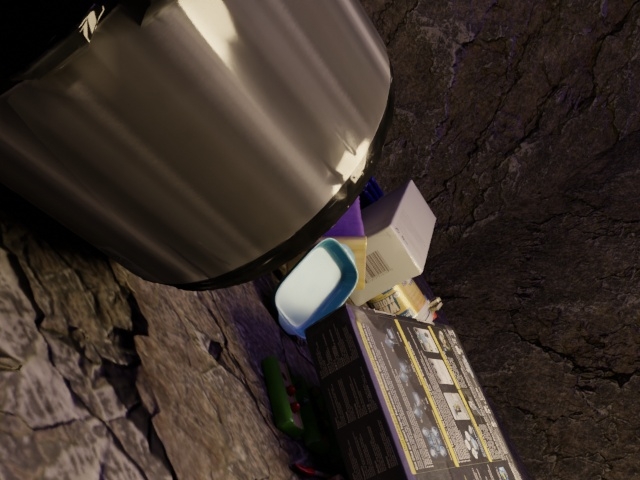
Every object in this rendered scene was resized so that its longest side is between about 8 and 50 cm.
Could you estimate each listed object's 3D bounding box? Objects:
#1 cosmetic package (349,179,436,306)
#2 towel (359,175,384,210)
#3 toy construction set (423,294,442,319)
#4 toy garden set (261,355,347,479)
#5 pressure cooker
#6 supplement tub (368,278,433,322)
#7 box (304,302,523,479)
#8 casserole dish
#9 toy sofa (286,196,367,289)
[{"bbox_3d":[0.178,-0.004,1.707,0.156,0.217,0.385,55,27,-9],"label":"cosmetic package"},{"bbox_3d":[0.082,-0.176,2.005,0.308,0.076,0.227,26,-10,37],"label":"towel"},{"bbox_3d":[0.241,0.155,1.967,0.327,0.151,0.215,45,11,-3],"label":"toy construction set"},{"bbox_3d":[0.026,0.283,0.845,0.244,0.049,0.204,47,14,-41],"label":"toy garden set"},{"bbox_3d":[-0.167,-0.193,0.535,0.420,0.369,0.376,45,32,-43],"label":"pressure cooker"},{"bbox_3d":[0.219,0.171,1.777,0.200,0.144,0.144,54,11,-9],"label":"supplement tub"},{"bbox_3d":[0.161,0.296,0.875,0.318,0.097,0.395,19,43,-50],"label":"box"},{"bbox_3d":[-0.012,0.079,1.048,0.037,0.188,0.114,-2,-50,54],"label":"casserole dish"},{"bbox_3d":[0.009,-0.070,1.246,0.363,0.150,0.177,-91,-179,-58],"label":"toy sofa"}]
